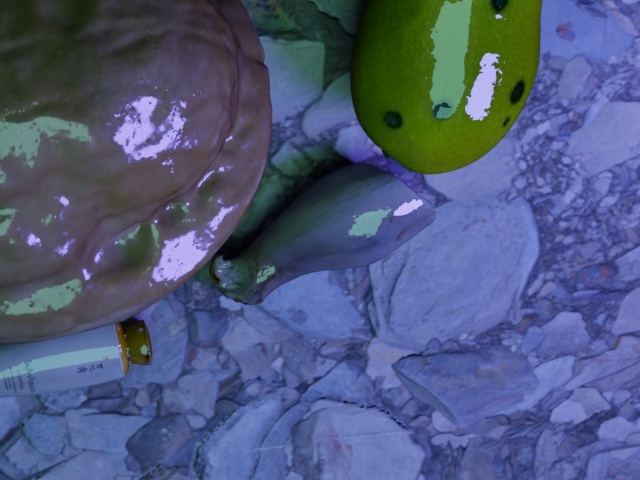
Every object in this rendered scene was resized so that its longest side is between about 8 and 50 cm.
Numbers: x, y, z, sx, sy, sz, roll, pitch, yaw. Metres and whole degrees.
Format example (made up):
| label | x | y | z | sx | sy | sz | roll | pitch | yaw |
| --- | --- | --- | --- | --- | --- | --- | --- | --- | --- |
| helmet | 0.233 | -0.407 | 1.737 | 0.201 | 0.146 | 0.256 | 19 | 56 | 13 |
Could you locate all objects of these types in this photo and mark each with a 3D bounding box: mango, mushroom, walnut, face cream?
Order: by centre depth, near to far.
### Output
| label | x | y | z | sx | sy | sz | roll | pitch | yaw |
| --- | --- | --- | --- | --- | --- | --- | --- | --- | --- |
| walnut | -0.243 | -0.102 | 1.666 | 0.383 | 0.383 | 0.384 | -7 | 127 | -9 |
| mango | 0.125 | -0.198 | 1.808 | 0.175 | 0.143 | 0.293 | 11 | 114 | -22 |
| mushroom | 0.000 | 0.000 | 1.952 | 0.225 | 0.093 | 0.116 | -29 | 149 | 2 |
| face cream | -0.260 | 0.119 | 2.004 | 0.182 | 0.051 | 0.072 | -10 | 124 | -7 |
